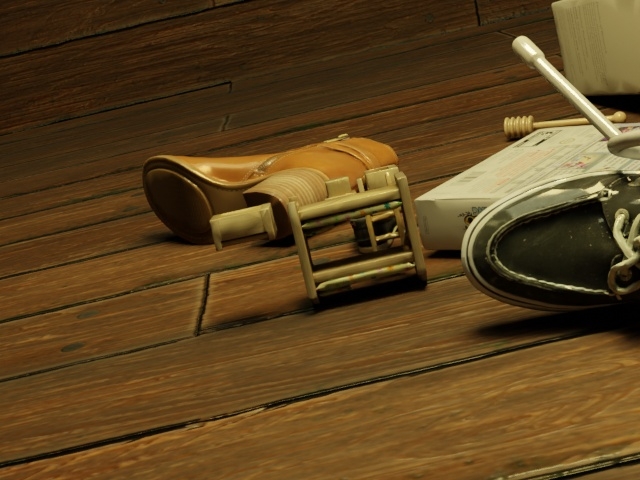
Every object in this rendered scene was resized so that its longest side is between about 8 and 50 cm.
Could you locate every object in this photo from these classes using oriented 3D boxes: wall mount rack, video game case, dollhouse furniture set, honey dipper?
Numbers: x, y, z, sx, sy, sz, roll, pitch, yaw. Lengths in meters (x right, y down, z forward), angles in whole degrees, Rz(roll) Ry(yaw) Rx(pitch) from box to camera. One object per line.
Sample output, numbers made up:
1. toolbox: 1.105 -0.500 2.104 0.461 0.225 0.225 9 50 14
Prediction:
1. wall mount rack: 0.343 -0.116 0.956 0.350 0.130 0.304 5 -3 -36
2. video game case: 0.269 -0.057 1.126 0.244 0.061 0.269 -1 19 40
3. dollhouse furniture set: 0.000 0.000 1.093 0.182 0.101 0.161 -13 8 2
4. honey dipper: 0.327 -0.156 1.511 0.161 0.030 0.030 -2 18 25

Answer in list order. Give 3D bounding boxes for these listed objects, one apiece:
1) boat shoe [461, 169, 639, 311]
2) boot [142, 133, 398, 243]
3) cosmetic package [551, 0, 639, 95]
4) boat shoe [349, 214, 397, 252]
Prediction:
1. boat shoe: 0.253 0.000 0.830 0.306 0.113 0.105 0 0 14
2. boot: -0.064 -0.083 1.403 0.284 0.109 0.220 4 23 41
3. cosmetic package: 0.490 -0.293 1.553 0.217 0.156 0.385 -15 7 -8
4. boat shoe: 0.058 -0.024 1.229 0.049 0.042 0.133 -13 13 9
